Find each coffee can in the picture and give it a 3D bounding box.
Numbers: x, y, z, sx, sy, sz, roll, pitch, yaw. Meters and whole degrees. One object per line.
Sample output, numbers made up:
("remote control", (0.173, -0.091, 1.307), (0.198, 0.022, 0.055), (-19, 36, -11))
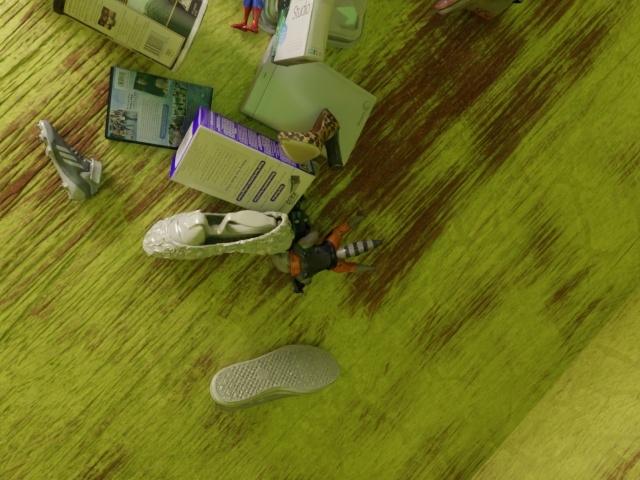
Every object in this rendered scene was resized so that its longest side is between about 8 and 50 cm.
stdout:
("coffee can", (-0.421, -0.537, 1.078), (0.275, 0.201, 0.201), (22, 95, -28))

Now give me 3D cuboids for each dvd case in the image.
("dvd case", (-0.418, -0.333, 1.241), (0.253, 0.022, 0.180), (5, 104, -25))

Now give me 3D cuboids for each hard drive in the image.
("hard drive", (-0.028, -0.395, 1.380), (0.353, 0.047, 0.233), (24, 95, -28))

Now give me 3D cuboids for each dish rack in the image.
("dish rack", (-0.006, -0.694, 1.290), (0.333, 0.072, 0.285), (1, 104, -25))

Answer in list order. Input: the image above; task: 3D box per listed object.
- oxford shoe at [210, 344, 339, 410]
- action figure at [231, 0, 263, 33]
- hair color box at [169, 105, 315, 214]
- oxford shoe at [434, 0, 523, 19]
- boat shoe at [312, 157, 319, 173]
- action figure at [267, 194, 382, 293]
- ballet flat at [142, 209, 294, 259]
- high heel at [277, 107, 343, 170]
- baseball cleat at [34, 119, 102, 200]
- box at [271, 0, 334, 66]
("oxford shoe", (-0.145, 0.445, 1.542), (0.450, 0.169, 0.130), (-5, 149, -30))
("action figure", (-0.189, -0.678, 1.174), (0.139, 0.091, 0.280), (0, 112, -47))
("hair color box", (-0.206, -0.196, 1.286), (0.339, 0.110, 0.185), (22, 126, -28))
("oxford shoe", (0.510, -0.744, 1.474), (0.348, 0.123, 0.130), (-26, 119, -14))
("boat shoe", (-0.107, -0.232, 1.397), (0.206, 0.064, 0.075), (2, 142, -14))
("action figure", (0.000, 0.000, 1.438), (0.330, 0.178, 0.341), (-16, 108, -19))
("ballet flat", (-0.273, -0.035, 1.286), (0.409, 0.147, 0.146), (-3, 107, -9))
("high heel", (-0.036, -0.299, 1.274), (0.261, 0.093, 0.186), (11, 65, -52))
("baseball cleat", (-0.612, -0.204, 1.178), (0.109, 0.072, 0.205), (-27, 120, -29))
("box", (-0.034, -0.589, 1.136), (0.059, 0.232, 0.321), (6, 102, -27))
